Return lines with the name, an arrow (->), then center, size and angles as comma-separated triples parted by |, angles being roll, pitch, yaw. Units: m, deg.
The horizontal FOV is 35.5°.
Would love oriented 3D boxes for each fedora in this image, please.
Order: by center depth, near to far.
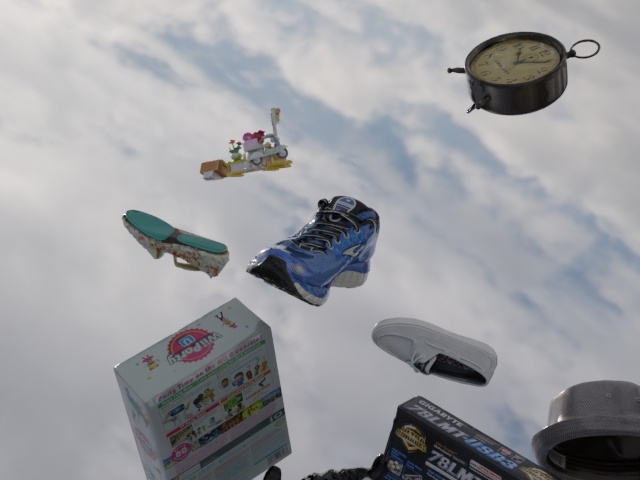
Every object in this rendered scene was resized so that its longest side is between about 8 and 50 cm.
fedora -> 0.480, 0.310, 1.628 | 0.276, 0.243, 0.124 | 7, -126, 3

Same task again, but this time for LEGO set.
LEGO set -> -0.131, -0.182, 1.891 | 0.132, 0.287, 0.107 | -7, -90, -26

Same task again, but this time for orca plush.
orca plush -> -0.038, 0.376, 1.472 | 0.102, 0.287, 0.151 | 63, 176, -3

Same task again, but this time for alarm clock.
alarm clock -> 0.272, -0.220, 1.296 | 0.129, 0.192, 0.064 | -112, 2, -50

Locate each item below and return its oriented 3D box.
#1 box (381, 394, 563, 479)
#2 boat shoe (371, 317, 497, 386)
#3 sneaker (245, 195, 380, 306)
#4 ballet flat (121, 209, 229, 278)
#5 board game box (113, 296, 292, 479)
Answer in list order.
box -> 0.216, 0.439, 1.562 | 0.296, 0.293, 0.073 | 26, -157, 32
boat shoe -> 0.158, 0.165, 1.427 | 0.184, 0.066, 0.063 | 20, -142, 6
sneaker -> 0.000, 0.000, 1.506 | 0.130, 0.147, 0.330 | 26, -163, 17
ballet flat -> -0.301, 0.014, 2.035 | 0.241, 0.077, 0.091 | 22, -153, 11
board game box -> -0.174, 0.269, 1.554 | 0.224, 0.303, 0.097 | -30, -134, -26
